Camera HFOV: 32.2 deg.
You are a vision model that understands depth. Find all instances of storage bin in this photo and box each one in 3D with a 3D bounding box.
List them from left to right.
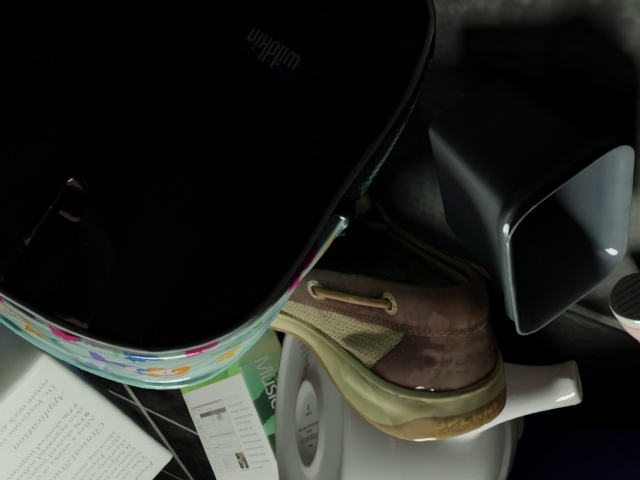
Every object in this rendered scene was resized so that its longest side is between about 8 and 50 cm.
[{"bbox_3d":[0.118,-0.029,0.629,0.091,0.098,0.135,49,170,31],"label":"storage bin"}]

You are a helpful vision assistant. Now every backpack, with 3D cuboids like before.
[{"bbox_3d":[-0.086,-0.054,0.591,0.225,0.253,0.191,29,157,0],"label":"backpack"}]

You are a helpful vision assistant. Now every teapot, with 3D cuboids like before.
[{"bbox_3d":[0.075,0.151,0.911,0.187,0.252,0.256,2,-156,-17],"label":"teapot"}]

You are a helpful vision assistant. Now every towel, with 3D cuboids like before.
[{"bbox_3d":[0.178,0.238,0.918,0.076,0.227,0.308,58,152,-10],"label":"towel"}]

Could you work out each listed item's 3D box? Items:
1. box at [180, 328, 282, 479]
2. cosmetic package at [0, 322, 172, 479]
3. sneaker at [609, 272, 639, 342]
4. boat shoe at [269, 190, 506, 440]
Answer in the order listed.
[{"bbox_3d":[-0.063,0.226,1.182,0.322,0.058,0.232,67,155,3],"label":"box"},{"bbox_3d":[-0.480,0.260,1.508,0.327,0.329,0.394,35,166,32],"label":"cosmetic package"},{"bbox_3d":[0.252,0.060,0.690,0.134,0.051,0.070,12,154,43],"label":"sneaker"},{"bbox_3d":[0.000,0.000,0.752,0.342,0.123,0.123,39,141,52],"label":"boat shoe"}]
